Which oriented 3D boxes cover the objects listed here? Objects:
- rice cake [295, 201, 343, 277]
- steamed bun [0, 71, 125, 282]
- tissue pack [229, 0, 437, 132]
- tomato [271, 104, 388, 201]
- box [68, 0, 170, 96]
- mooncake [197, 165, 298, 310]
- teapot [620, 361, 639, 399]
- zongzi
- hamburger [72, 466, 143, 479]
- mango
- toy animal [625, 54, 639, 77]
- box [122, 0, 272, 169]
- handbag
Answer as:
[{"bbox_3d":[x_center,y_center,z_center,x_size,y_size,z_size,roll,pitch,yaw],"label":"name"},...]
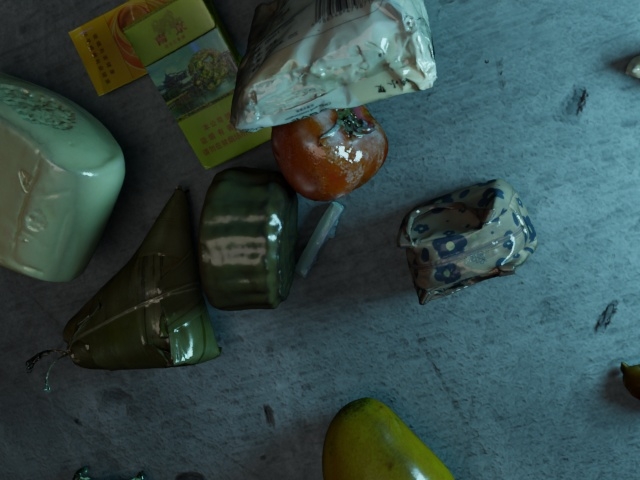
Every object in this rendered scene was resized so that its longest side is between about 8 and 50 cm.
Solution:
[{"bbox_3d":[0.000,0.000,1.820,0.042,0.030,0.180,33,111,12],"label":"rice cake"},{"bbox_3d":[-0.637,-0.143,1.843,0.456,0.290,0.371,34,116,9],"label":"steamed bun"},{"bbox_3d":[0.014,-0.369,1.559,0.375,0.390,0.195,-14,131,19],"label":"tissue pack"},{"bbox_3d":[0.008,-0.183,1.674,0.232,0.232,0.188,41,130,4],"label":"tomato"},{"bbox_3d":[-0.386,-0.424,1.819,0.269,0.043,0.152,-20,102,19],"label":"box"},{"bbox_3d":[-0.134,-0.003,1.729,0.161,0.290,0.290,2,104,8],"label":"mooncake"},{"bbox_3d":[0.644,0.268,1.676,0.129,0.078,0.098,12,148,27],"label":"teapot"},{"bbox_3d":[-0.454,0.113,1.929,0.447,0.181,0.418,-8,86,22],"label":"zongzi"},{"bbox_3d":[-0.515,0.696,2.091,0.276,0.150,0.261,-2,102,18],"label":"hamburger"},{"bbox_3d":[0.140,0.515,1.816,0.263,0.221,0.378,-32,83,26],"label":"mango"},{"bbox_3d":[0.607,-0.296,1.536,0.114,0.091,0.082,-17,112,18],"label":"toy animal"},{"bbox_3d":[-0.240,-0.328,1.772,0.187,0.047,0.335,-23,106,21],"label":"box"},{"bbox_3d":[0.272,0.006,1.653,0.251,0.193,0.190,-20,101,21],"label":"handbag"}]
